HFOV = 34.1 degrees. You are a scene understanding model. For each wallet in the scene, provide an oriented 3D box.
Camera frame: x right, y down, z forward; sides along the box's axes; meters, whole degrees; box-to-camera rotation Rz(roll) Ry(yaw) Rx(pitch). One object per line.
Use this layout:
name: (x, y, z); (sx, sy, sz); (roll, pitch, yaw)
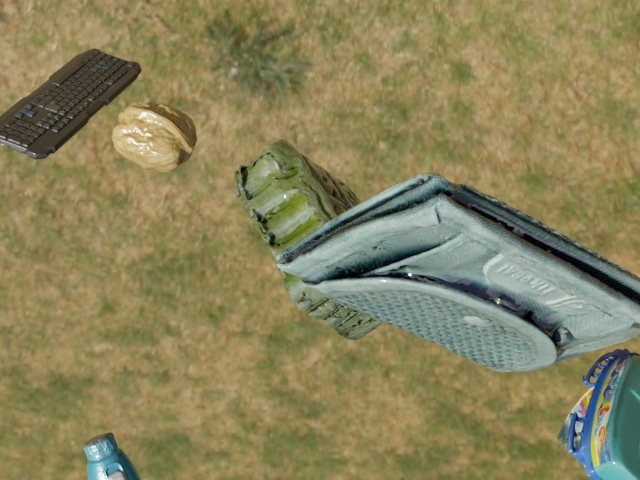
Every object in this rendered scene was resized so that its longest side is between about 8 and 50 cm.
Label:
wallet: (0.157, 0.054, 1.033); (0.342, 0.075, 0.237); (24, 148, -31)

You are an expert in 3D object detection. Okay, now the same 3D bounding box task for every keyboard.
keyboard: (-0.350, -0.195, 1.448); (0.106, 0.262, 0.016); (21, 133, 12)

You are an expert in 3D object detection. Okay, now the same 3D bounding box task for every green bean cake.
green bean cake: (0.000, 0.000, 1.463); (0.132, 0.241, 0.255); (-34, 150, 10)

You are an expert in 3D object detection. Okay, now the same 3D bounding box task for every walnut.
walnut: (-0.187, -0.118, 1.184); (0.096, 0.079, 0.082); (20, 148, 12)

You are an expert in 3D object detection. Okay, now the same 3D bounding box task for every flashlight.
flashlight: (-0.162, 0.220, 0.852); (0.051, 0.051, 0.129); (-18, 97, 21)

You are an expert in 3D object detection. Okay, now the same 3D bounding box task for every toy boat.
toy boat: (0.244, 0.157, 0.905); (0.091, 0.175, 0.110); (43, 133, -12)
